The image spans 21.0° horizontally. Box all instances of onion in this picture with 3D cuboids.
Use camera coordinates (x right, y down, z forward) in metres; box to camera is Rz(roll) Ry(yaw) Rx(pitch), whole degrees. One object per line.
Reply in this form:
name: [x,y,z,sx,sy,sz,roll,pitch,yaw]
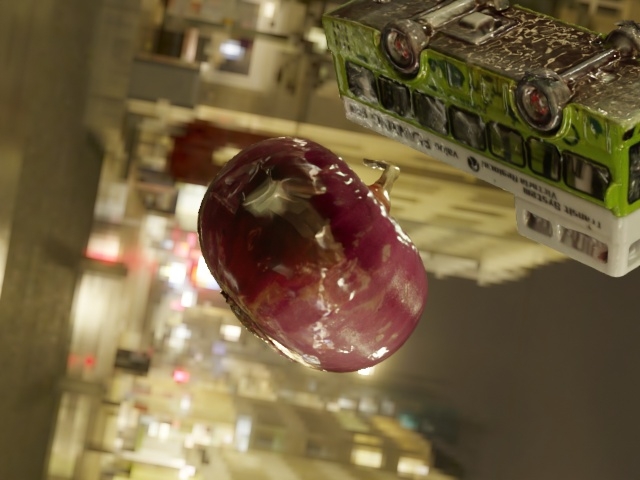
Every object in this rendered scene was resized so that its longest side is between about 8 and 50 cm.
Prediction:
onion: [-0.012,0.008,1.443,0.200,0.201,0.207,109,-31,-65]

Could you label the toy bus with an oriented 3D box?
toy bus: [0.136,-0.096,1.228,0.302,0.113,0.139,29,-43,44]
